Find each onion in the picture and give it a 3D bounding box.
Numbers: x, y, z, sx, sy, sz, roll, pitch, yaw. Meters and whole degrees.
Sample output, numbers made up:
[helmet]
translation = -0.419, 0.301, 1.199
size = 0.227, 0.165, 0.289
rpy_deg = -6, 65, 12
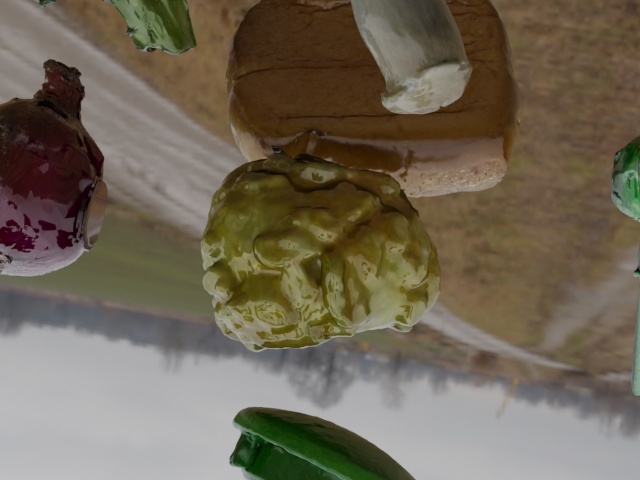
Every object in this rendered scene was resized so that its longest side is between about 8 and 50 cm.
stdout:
[onion]
translation = -0.236, -0.060, 1.057
size = 0.135, 0.198, 0.173
rpy_deg = 26, 165, 11

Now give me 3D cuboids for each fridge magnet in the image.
[fridge magnet]
translation = 0.010, 0.214, 1.119
size = 0.208, 0.088, 0.208
rpy_deg = 26, 169, 5

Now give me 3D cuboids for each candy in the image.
[candy]
translation = 0.370, 0.035, 1.386
size = 0.097, 0.323, 0.097
rpy_deg = -3, -155, 1

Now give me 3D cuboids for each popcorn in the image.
[popcorn]
translation = 0.000, 0.000, 1.158
size = 0.233, 0.192, 0.266
rpy_deg = -1, -160, 30

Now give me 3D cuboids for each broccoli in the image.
[broccoli]
translation = -0.143, -0.213, 0.921
size = 0.155, 0.160, 0.167
rpy_deg = -2, -160, 42

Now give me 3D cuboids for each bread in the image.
[bread]
translation = 0.060, -0.154, 1.422
size = 0.337, 0.328, 0.148
rpy_deg = -4, 132, -1

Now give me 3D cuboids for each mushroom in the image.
[mushroom]
translation = 0.065, -0.221, 0.854
size = 0.096, 0.278, 0.099
rpy_deg = 9, 166, -12
